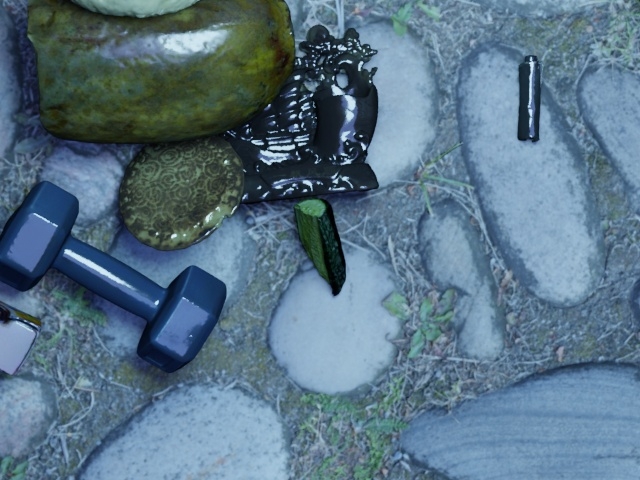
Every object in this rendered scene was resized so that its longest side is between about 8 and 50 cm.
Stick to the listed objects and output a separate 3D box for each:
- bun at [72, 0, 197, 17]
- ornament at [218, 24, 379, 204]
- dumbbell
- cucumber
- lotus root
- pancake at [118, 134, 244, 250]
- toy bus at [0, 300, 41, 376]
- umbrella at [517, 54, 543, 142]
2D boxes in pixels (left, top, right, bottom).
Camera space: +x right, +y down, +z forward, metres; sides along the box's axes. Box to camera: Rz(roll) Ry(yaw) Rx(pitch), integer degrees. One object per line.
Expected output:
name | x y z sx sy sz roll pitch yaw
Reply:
bun | -0.241 -0.383 1.543 0.244 0.243 0.153 -8 133 -9
ornament | -0.030 -0.186 1.791 0.251 0.106 0.260 -8 86 2
dumbbell | -0.299 0.054 1.746 0.325 0.160 0.144 30 121 -11
cucumber | 0.000 0.000 1.802 0.070 0.220 0.046 37 69 26
lotus root | -0.209 -0.250 1.668 0.346 0.250 0.250 -9 98 -5
pancake | -0.196 -0.074 1.736 0.199 0.021 0.199 -6 62 11
toy bus | -0.530 0.091 1.725 0.274 0.112 0.090 30 91 -12
umbrella | 0.318 -0.216 1.880 0.036 0.031 0.133 0 96 -12
